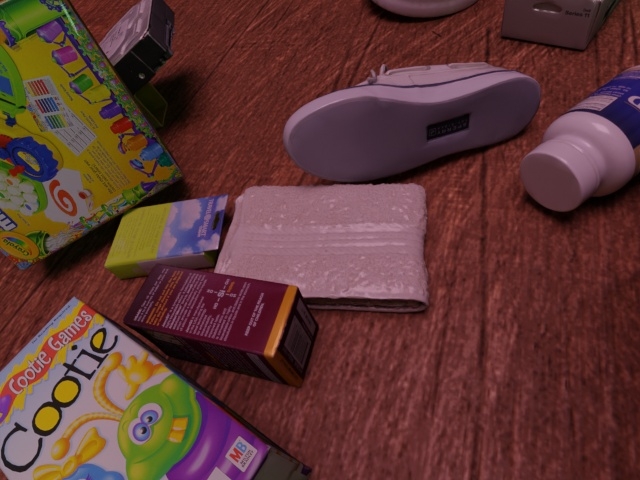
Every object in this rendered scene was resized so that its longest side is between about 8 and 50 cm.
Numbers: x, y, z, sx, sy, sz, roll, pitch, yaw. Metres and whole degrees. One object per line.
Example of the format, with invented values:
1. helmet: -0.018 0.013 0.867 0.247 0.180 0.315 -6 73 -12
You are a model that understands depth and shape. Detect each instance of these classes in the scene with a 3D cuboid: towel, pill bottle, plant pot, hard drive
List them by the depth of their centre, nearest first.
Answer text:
1. pill bottle: 0.344 -0.120 0.502 0.186 0.112 0.112 -35 54 -10
2. towel: 0.000 0.000 0.550 0.281 0.049 0.187 -1 56 15
3. hard drive: -0.425 -0.318 0.806 0.338 0.064 0.237 -32 46 16
4. plant pot: -0.371 -0.267 0.827 0.083 0.081 0.082 -18 52 15

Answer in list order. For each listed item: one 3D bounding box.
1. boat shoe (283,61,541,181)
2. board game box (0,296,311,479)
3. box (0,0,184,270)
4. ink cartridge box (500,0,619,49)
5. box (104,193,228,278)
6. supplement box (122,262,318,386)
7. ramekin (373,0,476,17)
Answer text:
1. boat shoe: 0.116 -0.200 0.605 0.366 0.136 0.157 -16 42 -6
2. board game box: -0.171 0.196 0.395 0.275 0.142 0.144 23 63 28
3. box: -0.415 -0.167 0.609 0.279 0.290 0.177 -33 38 -10
4. ink cartridge box: 0.436 -0.439 0.723 0.153 0.087 0.208 29 66 30
5. box: -0.221 -0.007 0.617 0.178 0.042 0.109 -8 53 11
6. supplement box: -0.109 0.096 0.475 0.187 0.104 0.081 7 57 19
7. ramekin: 0.222 -0.606 0.837 0.276 0.135 0.278 -2 64 4
